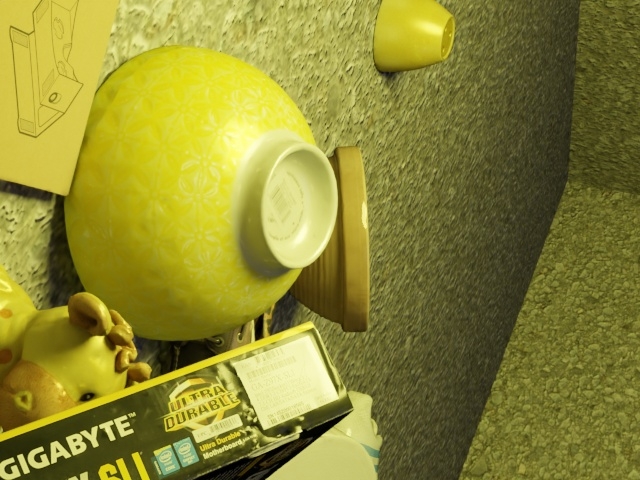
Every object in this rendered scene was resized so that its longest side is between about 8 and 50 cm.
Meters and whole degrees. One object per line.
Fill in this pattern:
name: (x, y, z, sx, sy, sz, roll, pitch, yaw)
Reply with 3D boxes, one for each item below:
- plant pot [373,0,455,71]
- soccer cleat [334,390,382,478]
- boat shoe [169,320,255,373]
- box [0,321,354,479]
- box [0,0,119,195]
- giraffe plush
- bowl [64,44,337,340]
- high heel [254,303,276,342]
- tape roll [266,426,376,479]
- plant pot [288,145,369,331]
plant pot: (0.148, -0.314, 1.622, 0.134, 0.095, 0.134, 14, 90, -71)
soccer cleat: (0.067, 0.395, 1.854, 0.331, 0.116, 0.143, 84, 29, -44)
boat shoe: (-0.118, 0.078, 1.175, 0.092, 0.103, 0.285, 45, 57, -61)
box: (-0.155, 0.191, 0.798, 0.257, 0.079, 0.322, -20, 162, -34)
box: (-0.223, -0.144, 0.847, 0.164, 0.021, 0.201, 16, 87, -70)
giraffe plush: (-0.219, 0.097, 0.799, 0.181, 0.170, 0.210, 45, 61, -67)
bowl: (-0.079, -0.039, 1.003, 0.289, 0.156, 0.289, -12, 105, -53)
high heel: (-0.101, 0.122, 1.231, 0.261, 0.093, 0.186, -76, 175, -54)
tape roll: (-0.077, 0.406, 1.369, 0.392, 0.072, 0.392, -28, 131, -39)
plant pot: (0.000, 0.000, 1.359, 0.237, 0.109, 0.237, 177, -90, -89)
